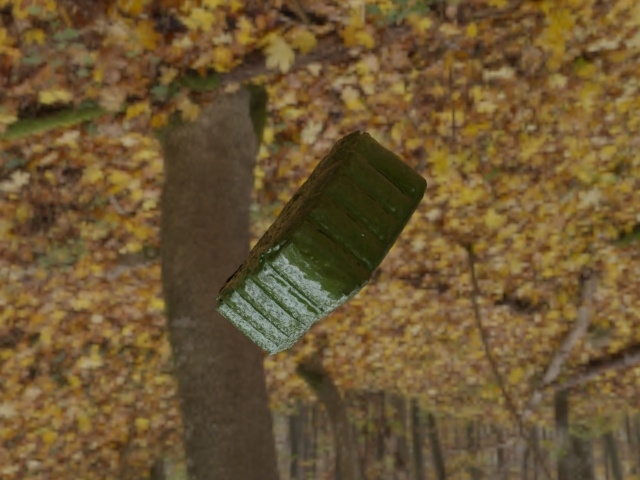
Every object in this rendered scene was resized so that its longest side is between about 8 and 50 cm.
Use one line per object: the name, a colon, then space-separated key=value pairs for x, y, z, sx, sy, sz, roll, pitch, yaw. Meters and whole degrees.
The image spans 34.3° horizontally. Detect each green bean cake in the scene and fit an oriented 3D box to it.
green bean cake: x=0.000 y=0.000 z=1.228 sx=0.125 sy=0.248 sz=0.222 roll=41 pitch=144 yaw=-4
